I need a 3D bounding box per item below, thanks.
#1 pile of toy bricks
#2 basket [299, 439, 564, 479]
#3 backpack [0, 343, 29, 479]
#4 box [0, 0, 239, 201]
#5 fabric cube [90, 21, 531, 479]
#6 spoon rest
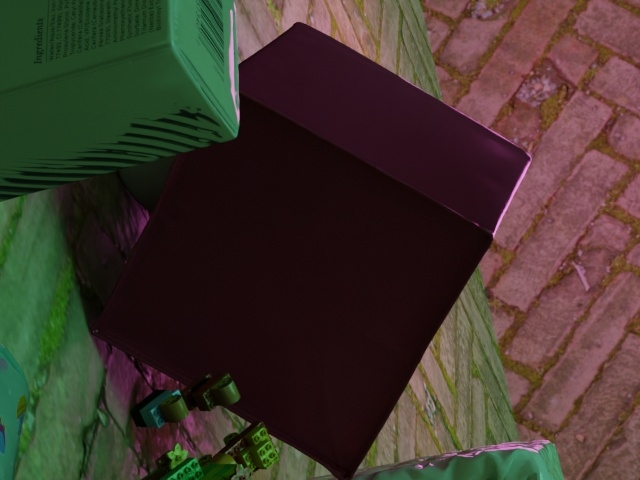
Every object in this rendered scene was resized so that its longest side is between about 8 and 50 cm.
[{"bbox_3d":[-0.096,0.183,1.148,0.212,0.105,0.118,-38,112,-39],"label":"pile of toy bricks"},{"bbox_3d":[0.085,0.354,1.363,0.266,0.331,0.328,2,75,-75],"label":"basket"},{"bbox_3d":[-0.238,0.099,0.735,0.166,0.188,0.144,58,24,-49],"label":"backpack"},{"bbox_3d":[-0.189,-0.091,0.898,0.094,0.275,0.113,54,28,-53],"label":"box"},{"bbox_3d":[0.000,0.000,1.325,0.254,0.259,0.258,30,22,2],"label":"fabric cube"},{"bbox_3d":[-0.128,-0.105,1.506,0.276,0.084,0.137,-24,99,-60],"label":"spoon rest"}]
